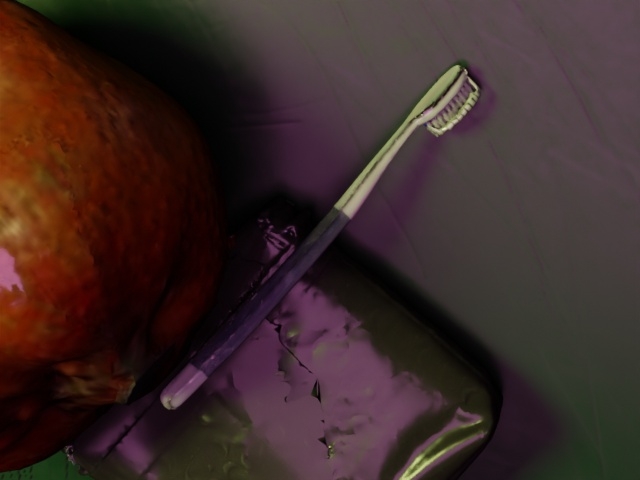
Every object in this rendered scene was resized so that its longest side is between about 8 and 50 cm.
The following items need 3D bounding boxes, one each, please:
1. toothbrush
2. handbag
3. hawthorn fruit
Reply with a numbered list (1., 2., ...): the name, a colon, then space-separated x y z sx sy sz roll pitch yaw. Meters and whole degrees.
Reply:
1. toothbrush: 0.000 0.000 1.211 0.026 0.024 0.288 44 84 -15
2. handbag: -0.026 0.126 1.274 0.223 0.080 0.247 40 107 -4
3. hawthorn fruit: -0.217 -0.004 1.165 0.311 0.295 0.295 25 108 5
